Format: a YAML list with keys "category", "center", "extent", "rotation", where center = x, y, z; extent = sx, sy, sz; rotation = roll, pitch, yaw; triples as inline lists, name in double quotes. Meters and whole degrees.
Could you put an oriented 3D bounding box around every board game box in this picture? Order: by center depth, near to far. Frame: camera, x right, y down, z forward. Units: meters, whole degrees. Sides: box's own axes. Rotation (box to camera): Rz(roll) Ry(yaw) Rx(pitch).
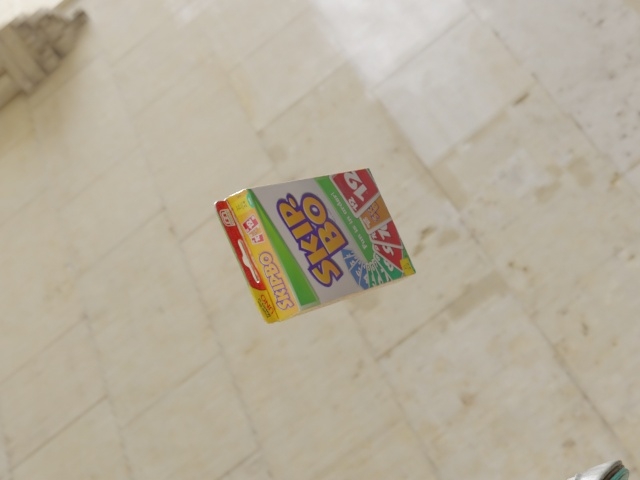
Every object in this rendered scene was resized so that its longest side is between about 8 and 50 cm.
- category: "board game box"
  center: [0.000, 0.000, 1.292]
  extent: [0.259, 0.039, 0.124]
  rotation: [-15, -101, -56]

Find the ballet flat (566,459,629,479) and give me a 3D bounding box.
- category: "ballet flat"
  center: [0.187, 0.230, 1.051]
  extent: [0.068, 0.072, 0.213]
  rotation: [16, -149, 20]
